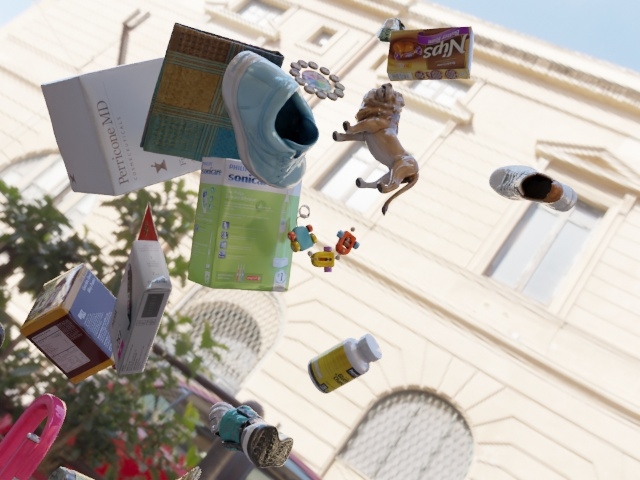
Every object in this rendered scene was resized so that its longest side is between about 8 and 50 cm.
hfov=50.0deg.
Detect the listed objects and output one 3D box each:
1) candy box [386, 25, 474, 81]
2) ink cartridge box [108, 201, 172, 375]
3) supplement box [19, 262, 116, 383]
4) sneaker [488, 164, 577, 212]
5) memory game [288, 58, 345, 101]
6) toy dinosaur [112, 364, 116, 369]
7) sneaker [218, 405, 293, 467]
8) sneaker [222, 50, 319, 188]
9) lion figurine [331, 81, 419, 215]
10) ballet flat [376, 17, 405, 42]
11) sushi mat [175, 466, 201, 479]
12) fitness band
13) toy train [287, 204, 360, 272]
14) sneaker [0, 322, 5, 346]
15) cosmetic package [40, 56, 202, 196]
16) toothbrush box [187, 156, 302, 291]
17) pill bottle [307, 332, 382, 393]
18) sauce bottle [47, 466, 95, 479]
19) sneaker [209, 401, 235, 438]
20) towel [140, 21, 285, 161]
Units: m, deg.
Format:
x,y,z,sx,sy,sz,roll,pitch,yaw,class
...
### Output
x,y,z,sx,sy,sz,roll,pitch,yaw,class
0.249,-0.422,1.558,0.186,0.109,0.053,3,-16,20,candy box
-0.379,0.097,1.391,0.275,0.060,0.239,-62,-140,38,ink cartridge box
-0.590,0.200,1.676,0.129,0.191,0.194,-27,-62,14,supplement box
0.561,-0.164,1.897,0.123,0.106,0.290,22,2,-36,sneaker
-0.008,-0.471,2.010,0.186,0.186,0.012,38,-51,6,memory game
-0.567,0.351,2.004,0.090,0.082,0.047,4,-54,55,toy dinosaur
-0.189,0.497,1.774,0.178,0.124,0.295,19,-18,21,sneaker
-0.068,-0.183,1.277,0.150,0.135,0.366,35,-12,25,sneaker
0.193,-0.266,1.988,0.142,0.240,0.392,-44,-116,59,lion figurine
0.192,-0.567,1.847,0.070,0.188,0.070,4,-72,13,ballet flat
-0.315,0.531,1.167,0.151,0.316,0.019,-35,-77,31,sushi mat
-0.646,0.455,1.441,0.054,0.291,0.209,41,-14,-23,fitness band
0.000,0.000,1.492,0.166,0.125,0.046,32,-21,-22,toy train
-0.580,0.170,1.040,0.083,0.223,0.098,57,0,-34,sneaker
-0.523,-0.338,1.973,0.327,0.393,0.330,9,-63,50,cosmetic package
-0.169,-0.034,1.552,0.206,0.283,0.122,5,5,-37,toothbrush box
0.064,0.316,1.786,0.184,0.103,0.103,-33,-70,19,pill bottle
-0.635,0.771,1.993,0.111,0.111,0.344,2,-33,51,sauce bottle
-0.236,0.622,2.126,0.281,0.115,0.105,35,-63,-18,sneaker
-0.270,-0.337,1.674,0.271,0.040,0.370,11,-45,-19,towel
